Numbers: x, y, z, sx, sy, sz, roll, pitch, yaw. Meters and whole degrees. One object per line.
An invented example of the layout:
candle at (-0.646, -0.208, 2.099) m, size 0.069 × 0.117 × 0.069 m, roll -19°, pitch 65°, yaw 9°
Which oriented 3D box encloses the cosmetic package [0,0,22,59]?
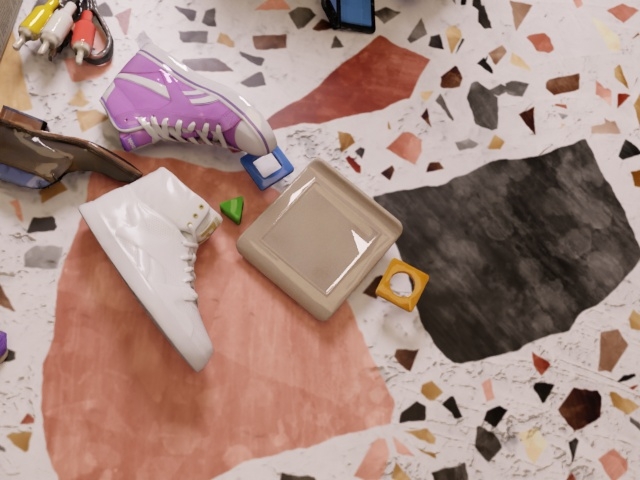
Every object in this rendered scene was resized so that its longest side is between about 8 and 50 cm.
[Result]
cosmetic package at (-0.515, -0.447, 1.145) m, size 0.113 × 0.160 × 0.310 m, roll 11°, pitch 67°, yaw -6°

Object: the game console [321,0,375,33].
game console at (0.047, -0.431, 1.299) m, size 0.071 × 0.107 × 0.122 m, roll -8°, pitch 68°, yaw 16°

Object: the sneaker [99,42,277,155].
sneaker at (-0.209, -0.169, 1.129) m, size 0.282 × 0.102 × 0.161 m, roll 31°, pitch 70°, yaw 21°

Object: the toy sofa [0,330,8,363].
toy sofa at (-0.560, 0.202, 0.901) m, size 0.177 × 0.150 × 0.363 m, roll 31°, pitch 67°, yaw 3°

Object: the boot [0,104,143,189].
boot at (-0.380, -0.106, 1.105) m, size 0.219 × 0.082 × 0.106 m, roll 24°, pitch 89°, yaw -6°

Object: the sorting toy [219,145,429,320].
sorting toy at (0.000, 0.000, 1.142) m, size 0.347 × 0.047 × 0.196 m, roll 40°, pitch 75°, yaw 8°

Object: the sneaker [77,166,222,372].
sneaker at (-0.196, 0.026, 1.060) m, size 0.169 × 0.108 × 0.293 m, roll -32°, pitch 78°, yaw -17°

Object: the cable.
cable at (-0.381, -0.393, 1.198) m, size 0.139 × 0.072 × 0.287 m, roll 14°, pitch 68°, yaw -12°
